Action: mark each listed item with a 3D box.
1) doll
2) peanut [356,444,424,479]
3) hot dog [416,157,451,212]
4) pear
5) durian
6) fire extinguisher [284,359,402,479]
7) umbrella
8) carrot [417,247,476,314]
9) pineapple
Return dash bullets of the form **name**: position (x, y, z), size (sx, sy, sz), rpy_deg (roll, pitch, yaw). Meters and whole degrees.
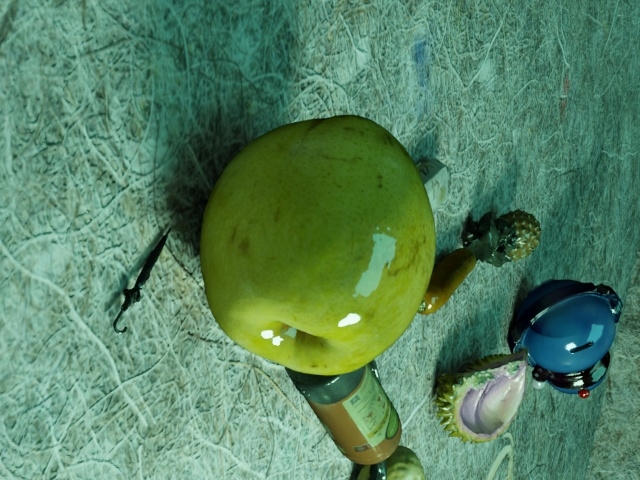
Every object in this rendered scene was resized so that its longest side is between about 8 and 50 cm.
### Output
- **doll**: position (0.589, 0.225, 2.522), size (0.240, 0.284, 0.310), rpy_deg (-113, 180, -49)
- **peanut**: position (0.112, 0.468, 1.836), size (0.129, 0.129, 0.224), rpy_deg (20, 79, -62)
- **hot dog**: position (0.177, -0.082, 1.840), size (0.192, 0.053, 0.099), rpy_deg (-47, 140, -50)
- **pear**: position (0.000, 0.000, 1.277), size (0.314, 0.314, 0.315), rpy_deg (-31, 126, -55)
- **durian**: position (0.321, 0.328, 2.206), size (0.341, 0.112, 0.191), rpy_deg (-10, 118, -52)
- **fire extinguisher**: position (0.065, 0.241, 1.678), size (0.200, 0.113, 0.376), rpy_deg (-64, 148, -28)
- **umbrella**: position (-0.204, 0.041, 1.209), size (0.022, 0.022, 0.149), rpy_deg (41, 54, -32)
- **carrot**: position (0.227, 0.076, 1.978), size (0.225, 0.067, 0.067), rpy_deg (-37, 131, -55)
- **pineapple**: position (0.368, -0.005, 2.179), size (0.111, 0.119, 0.237), rpy_deg (-42, 164, 31)
